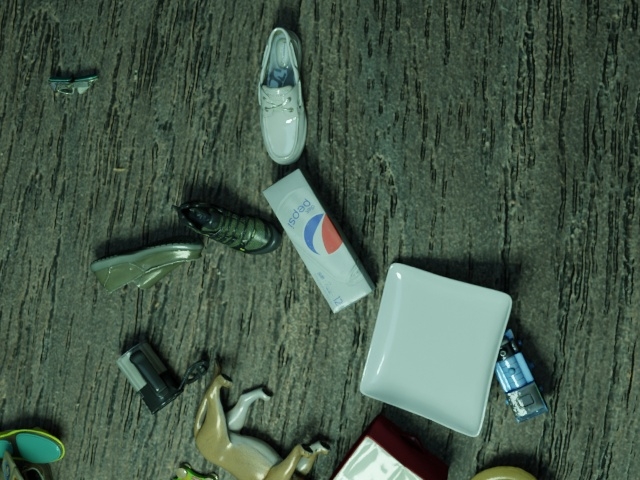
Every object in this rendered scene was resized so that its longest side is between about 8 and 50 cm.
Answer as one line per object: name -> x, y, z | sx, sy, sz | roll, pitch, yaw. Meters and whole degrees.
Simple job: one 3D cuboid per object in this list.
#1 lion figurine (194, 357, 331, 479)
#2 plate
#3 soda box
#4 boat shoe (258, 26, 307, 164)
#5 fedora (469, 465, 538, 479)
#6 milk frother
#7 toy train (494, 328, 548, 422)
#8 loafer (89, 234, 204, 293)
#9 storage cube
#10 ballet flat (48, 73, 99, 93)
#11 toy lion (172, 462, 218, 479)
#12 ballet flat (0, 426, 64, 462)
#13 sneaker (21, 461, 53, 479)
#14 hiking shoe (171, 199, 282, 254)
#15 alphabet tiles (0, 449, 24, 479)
lion figurine -> -0.142, 0.449, 1.891 | 0.392, 0.142, 0.240 | 42, 105, 21
plate -> 0.227, 0.206, 1.810 | 0.277, 0.045, 0.278 | 16, 94, 36
soda box -> 0.000, 0.000, 1.864 | 0.091, 0.098, 0.286 | -31, 85, 9
boat shoe -> -0.085, -0.293, 1.875 | 0.098, 0.096, 0.277 | -3, 90, 10
fedora -> 0.358, 0.524, 1.815 | 0.194, 0.079, 0.194 | 1, 97, 13
milk frother -> -0.327, 0.263, 1.935 | 0.143, 0.129, 0.135 | -34, 84, -35
toy train -> 0.376, 0.259, 1.795 | 0.080, 0.105, 0.184 | -24, 87, 9
loafer -> -0.353, 0.052, 1.939 | 0.251, 0.094, 0.087 | -13, 100, 15
storage cube -> 0.120, 0.478, 1.799 | 0.183, 0.193, 0.215 | 37, 97, 8
ballet flat -> -0.524, -0.333, 1.987 | 0.114, 0.041, 0.041 | -1, 90, 10
toy lion -> -0.274, 0.525, 1.953 | 0.100, 0.034, 0.096 | 17, 100, 9
ballet flat -> -0.637, 0.431, 1.988 | 0.231, 0.077, 0.077 | -7, 105, 17
sneaker -> -0.590, 0.558, 1.986 | 0.066, 0.071, 0.188 | -30, 85, 9
hiking shoe -> -0.192, -0.024, 1.888 | 0.226, 0.114, 0.086 | 16, 94, 10
alphabet tiles -> -0.626, 0.606, 1.872 | 0.342, 0.011, 0.285 | 39, 116, 45
